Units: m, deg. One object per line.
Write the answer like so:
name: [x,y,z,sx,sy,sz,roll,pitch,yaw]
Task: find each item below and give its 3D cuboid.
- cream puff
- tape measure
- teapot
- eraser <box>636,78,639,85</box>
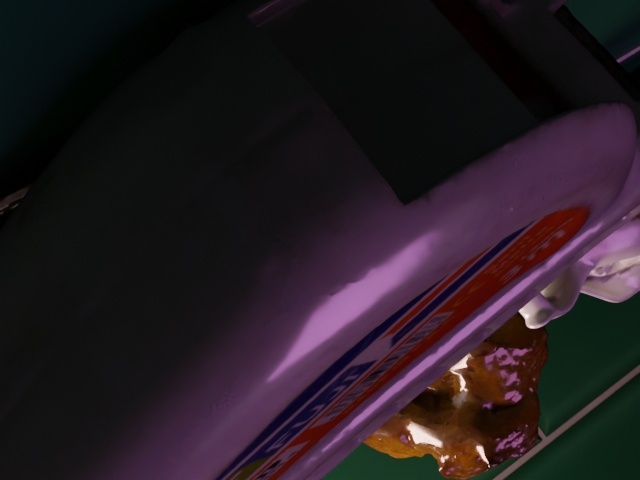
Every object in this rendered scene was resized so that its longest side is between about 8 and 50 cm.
cream puff: [0.146,0.143,1.376,0.155,0.241,0.269,-29,140,-63]
tape measure: [0.000,0.000,0.466,0.258,0.130,0.265,-42,163,17]
teapot: [0.222,-0.001,1.079,0.204,0.139,0.298,-24,169,38]
eraser: [0.355,-0.147,1.148,0.204,0.059,0.243,-37,166,1]
